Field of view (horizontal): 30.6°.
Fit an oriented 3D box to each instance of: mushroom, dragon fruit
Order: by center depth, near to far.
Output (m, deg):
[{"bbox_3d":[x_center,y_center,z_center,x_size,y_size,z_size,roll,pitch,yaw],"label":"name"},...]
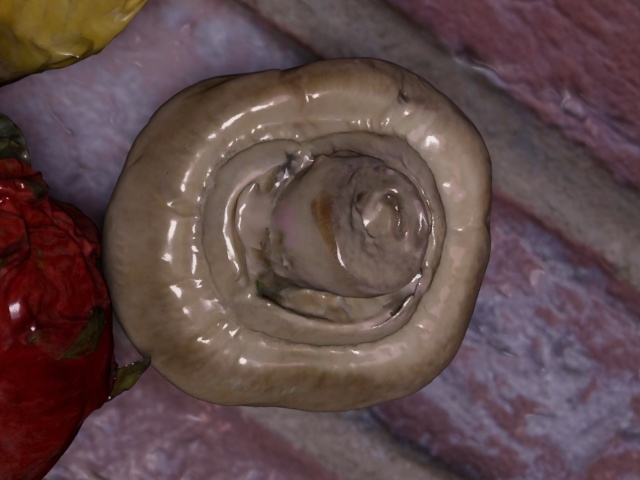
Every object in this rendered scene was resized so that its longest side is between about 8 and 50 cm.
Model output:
[{"bbox_3d":[-0.243,0.052,0.683,0.244,0.299,0.244,23,52,-33],"label":"dragon fruit"},{"bbox_3d":[0.000,0.000,0.738,0.254,0.234,0.260,42,85,-17],"label":"mushroom"}]

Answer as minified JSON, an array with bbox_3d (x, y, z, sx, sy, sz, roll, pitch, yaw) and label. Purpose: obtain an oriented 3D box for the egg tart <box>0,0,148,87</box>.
[{"bbox_3d":[-0.164,-0.205,0.646,0.132,0.345,0.345,34,86,22],"label":"egg tart"}]
